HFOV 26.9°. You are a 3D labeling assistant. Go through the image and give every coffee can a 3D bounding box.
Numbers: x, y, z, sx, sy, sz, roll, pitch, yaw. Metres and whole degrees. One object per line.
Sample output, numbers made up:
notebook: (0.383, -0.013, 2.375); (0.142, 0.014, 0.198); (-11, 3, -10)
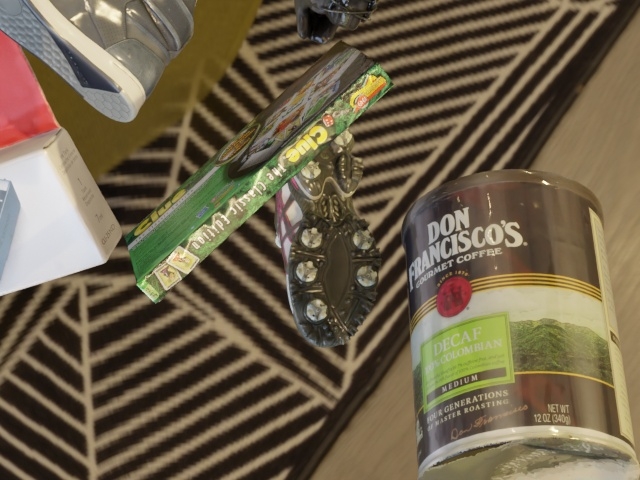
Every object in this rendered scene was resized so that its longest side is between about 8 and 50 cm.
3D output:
coffee can: (0.184, 0.101, 1.270); (0.201, 0.201, 0.275); (2, 58, -6)

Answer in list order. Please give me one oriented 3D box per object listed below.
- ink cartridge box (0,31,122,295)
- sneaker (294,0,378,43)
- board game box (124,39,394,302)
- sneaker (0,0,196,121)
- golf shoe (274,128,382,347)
ink cartridge box: (-0.393, -0.059, 1.384); (0.296, 0.066, 0.261); (-17, 114, 19)
sneaker: (0.047, -0.313, 1.515); (0.109, 0.286, 0.130); (11, 70, -17)
board game box: (-0.057, -0.063, 1.119); (0.259, 0.136, 0.030); (-42, 112, 3)
sneaker: (-0.220, -0.242, 1.261); (0.226, 0.086, 0.163); (43, 62, -17)
golf shoe: (0.000, 0.000, 1.506); (0.105, 0.120, 0.273); (7, 64, -18)
